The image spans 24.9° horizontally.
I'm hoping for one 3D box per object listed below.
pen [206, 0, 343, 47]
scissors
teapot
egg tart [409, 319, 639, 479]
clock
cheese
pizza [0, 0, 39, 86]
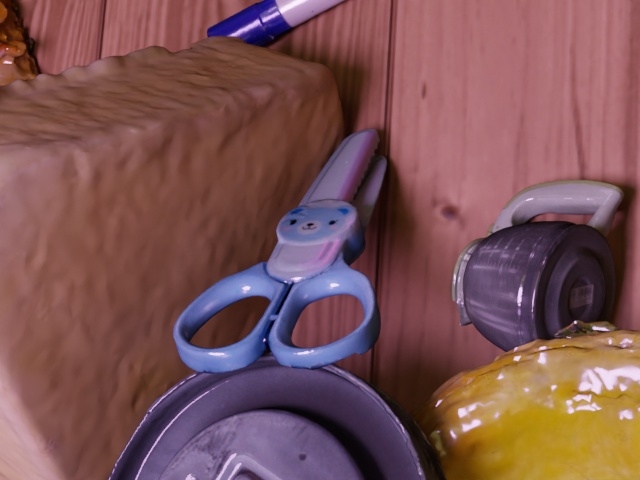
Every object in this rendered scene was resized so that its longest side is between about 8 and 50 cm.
[{"bbox_3d":[0.037,-0.200,1.049,0.269,0.033,0.033,-26,68,17],"label":"pen"},{"bbox_3d":[0.000,0.000,0.924,0.125,0.030,0.256,-2,33,22],"label":"scissors"},{"bbox_3d":[0.139,0.023,0.932,0.091,0.124,0.092,11,123,41],"label":"teapot"},{"bbox_3d":[0.172,0.213,0.827,0.345,0.132,0.345,-6,75,24],"label":"egg tart"},{"bbox_3d":[-0.029,0.177,0.841,0.226,0.049,0.226,-10,69,27],"label":"clock"},{"bbox_3d":[-0.141,0.020,0.896,0.104,0.384,0.384,20,86,28],"label":"cheese"},{"bbox_3d":[-0.326,-0.085,1.163,0.251,0.074,0.288,-34,64,16],"label":"pizza"}]
